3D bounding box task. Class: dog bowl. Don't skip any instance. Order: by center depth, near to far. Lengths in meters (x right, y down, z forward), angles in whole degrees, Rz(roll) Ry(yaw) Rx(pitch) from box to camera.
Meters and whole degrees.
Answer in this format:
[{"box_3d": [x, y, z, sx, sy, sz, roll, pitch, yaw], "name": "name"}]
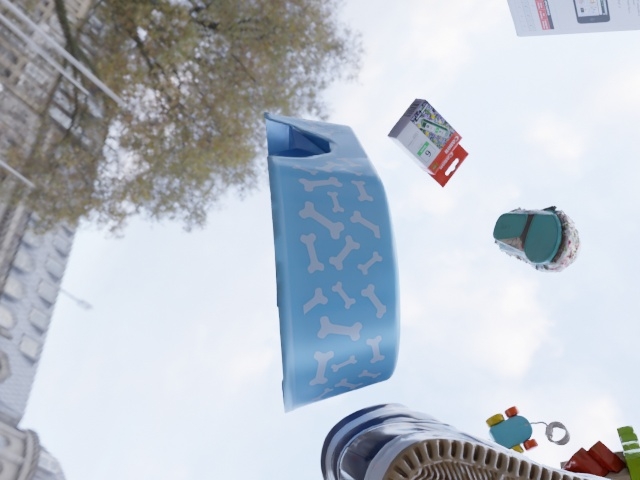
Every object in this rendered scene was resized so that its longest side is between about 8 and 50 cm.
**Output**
[{"box_3d": [0.000, 0.000, 0.529, 0.074, 0.166, 0.297, -4, -158, -4], "name": "dog bowl"}]

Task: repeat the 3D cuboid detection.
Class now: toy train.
[{"box_3d": [0.245, 0.297, 0.903, 0.125, 0.046, 0.166, 23, -117, 16], "name": "toy train"}]

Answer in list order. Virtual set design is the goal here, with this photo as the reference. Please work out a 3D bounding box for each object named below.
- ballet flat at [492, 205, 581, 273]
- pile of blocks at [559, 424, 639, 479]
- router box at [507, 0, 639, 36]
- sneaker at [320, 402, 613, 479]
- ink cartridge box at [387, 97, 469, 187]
[{"box_3d": [0.310, -0.001, 0.976, 0.241, 0.077, 0.091, -110, -138, -79], "name": "ballet flat"}, {"box_3d": [0.442, 0.262, 0.832, 0.362, 0.113, 0.149, -13, -170, 42], "name": "pile of blocks"}, {"box_3d": [0.374, -0.409, 0.913, 0.301, 0.335, 0.082, 6, -114, 30], "name": "router box"}, {"box_3d": [0.130, 0.194, 0.504, 0.153, 0.282, 0.099, -10, -125, 67], "name": "sneaker"}, {"box_3d": [0.146, -0.121, 0.912, 0.063, 0.115, 0.029, -52, -153, -3], "name": "ink cartridge box"}]
